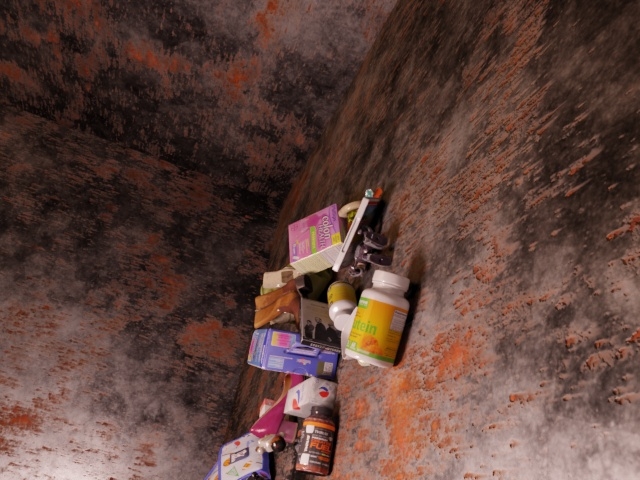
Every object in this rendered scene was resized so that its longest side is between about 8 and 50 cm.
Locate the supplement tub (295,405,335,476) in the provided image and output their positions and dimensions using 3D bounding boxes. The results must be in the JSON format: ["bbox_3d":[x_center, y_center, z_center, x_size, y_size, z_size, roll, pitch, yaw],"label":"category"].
[{"bbox_3d":[-0.012,0.628,1.522,0.106,0.106,0.197,130,155,-57],"label":"supplement tub"}]

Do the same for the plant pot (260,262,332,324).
[{"bbox_3d":[-0.086,0.195,2.175,0.254,0.276,0.276,-52,20,24],"label":"plant pot"}]

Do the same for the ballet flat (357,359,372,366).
[{"bbox_3d":[0.155,0.297,1.460,0.052,0.057,0.168,-4,69,46],"label":"ballet flat"}]

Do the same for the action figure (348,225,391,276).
[{"bbox_3d":[0.160,0.036,1.683,0.285,0.099,0.185,153,124,-77],"label":"action figure"}]

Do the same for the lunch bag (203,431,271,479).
[{"bbox_3d":[-0.360,1.054,2.091,0.385,0.239,0.328,-54,14,2],"label":"lunch bag"}]

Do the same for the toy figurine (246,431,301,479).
[{"bbox_3d":[-0.112,0.736,1.559,0.148,0.213,0.209,-29,40,57],"label":"toy figurine"}]

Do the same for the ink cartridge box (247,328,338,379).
[{"bbox_3d":[-0.100,0.421,1.808,0.395,0.270,0.151,152,129,-71],"label":"ink cartridge box"}]

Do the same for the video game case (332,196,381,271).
[{"bbox_3d":[0.138,-0.026,1.791,0.285,0.025,0.204,-67,-16,12],"label":"video game case"}]

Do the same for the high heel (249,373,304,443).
[{"bbox_3d":[-0.172,0.633,1.996,0.377,0.182,0.127,-85,19,-46],"label":"high heel"}]

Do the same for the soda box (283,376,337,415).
[{"bbox_3d":[-0.041,0.570,1.742,0.286,0.098,0.091,131,154,-56],"label":"soda box"}]

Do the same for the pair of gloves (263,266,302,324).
[{"bbox_3d":[-0.148,0.233,2.051,0.204,0.042,0.239,-14,74,28],"label":"pair of gloves"}]

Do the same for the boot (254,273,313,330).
[{"bbox_3d":[-0.162,0.286,1.933,0.281,0.096,0.264,-27,49,23],"label":"boot"}]

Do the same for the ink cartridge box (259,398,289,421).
[{"bbox_3d":[-0.196,0.774,2.043,0.198,0.115,0.067,-98,31,-64],"label":"ink cartridge box"}]

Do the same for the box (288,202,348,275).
[{"bbox_3d":[0.000,0.000,1.999,0.243,0.117,0.213,-23,47,21],"label":"box"}]

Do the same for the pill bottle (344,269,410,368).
[{"bbox_3d":[0.164,0.211,1.323,0.136,0.137,0.245,167,121,-75],"label":"pill bottle"}]

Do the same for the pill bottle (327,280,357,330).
[{"bbox_3d":[0.079,0.232,1.712,0.184,0.103,0.103,-94,26,-60],"label":"pill bottle"}]

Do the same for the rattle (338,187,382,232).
[{"bbox_3d":[0.171,-0.101,1.894,0.200,0.130,0.142,-24,54,36],"label":"rattle"}]

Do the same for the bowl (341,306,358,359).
[{"bbox_3d":[0.118,0.304,1.565,0.142,0.053,0.142,-93,26,-56],"label":"bowl"}]

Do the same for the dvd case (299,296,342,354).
[{"bbox_3d":[0.013,0.300,1.716,0.238,0.180,0.029,-96,24,-61],"label":"dvd case"}]
